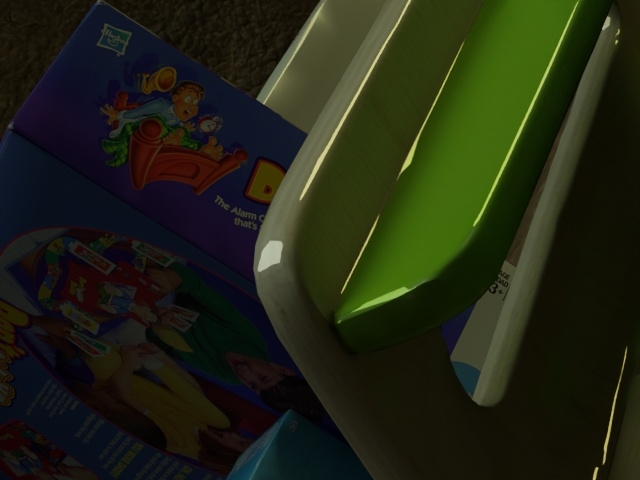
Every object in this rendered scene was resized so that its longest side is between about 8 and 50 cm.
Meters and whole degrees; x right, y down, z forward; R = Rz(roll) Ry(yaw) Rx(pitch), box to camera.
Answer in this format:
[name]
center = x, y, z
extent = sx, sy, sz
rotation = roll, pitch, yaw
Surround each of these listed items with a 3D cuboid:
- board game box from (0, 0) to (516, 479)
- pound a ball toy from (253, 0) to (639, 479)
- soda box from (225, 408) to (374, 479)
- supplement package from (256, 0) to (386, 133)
[board game box]
center = -0.071, 0.057, 0.919
extent = 0.078, 0.233, 0.347
rotation = -60, 7, -31
[pound a ball toy]
center = 0.129, -0.037, 0.409
extent = 0.208, 0.135, 0.319
rotation = -24, 22, 29
[soda box]
center = -0.040, 0.179, 0.789
extent = 0.210, 0.071, 0.067
rotation = -60, 7, -32
[supplement package]
center = 0.000, 0.000, 1.072
extent = 0.203, 0.149, 0.194
rotation = -53, 7, 48
